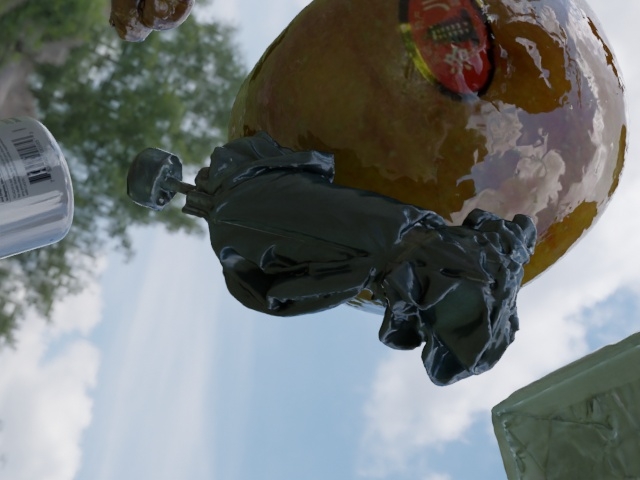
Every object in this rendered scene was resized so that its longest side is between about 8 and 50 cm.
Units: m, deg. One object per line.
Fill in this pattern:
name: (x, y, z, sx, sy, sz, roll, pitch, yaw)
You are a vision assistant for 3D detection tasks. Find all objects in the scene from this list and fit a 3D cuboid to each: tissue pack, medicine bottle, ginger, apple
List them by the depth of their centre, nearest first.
apple: (0.110, -0.099, 1.196, 0.400, 0.334, 0.400, -31, 177, -2)
tissue pack: (0.435, 0.215, 1.350, 0.331, 0.405, 0.205, -29, -116, 31)
medicine bottle: (-0.438, -0.037, 1.373, 0.157, 0.288, 0.157, 29, -52, 45)
ginger: (-0.190, -0.310, 1.382, 0.103, 0.073, 0.162, -1, -97, 38)

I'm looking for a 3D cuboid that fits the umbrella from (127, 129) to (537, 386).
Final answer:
umbrella: (0.001, -0.001, 0.977, 0.143, 0.348, 0.094, -61, 157, -31)
